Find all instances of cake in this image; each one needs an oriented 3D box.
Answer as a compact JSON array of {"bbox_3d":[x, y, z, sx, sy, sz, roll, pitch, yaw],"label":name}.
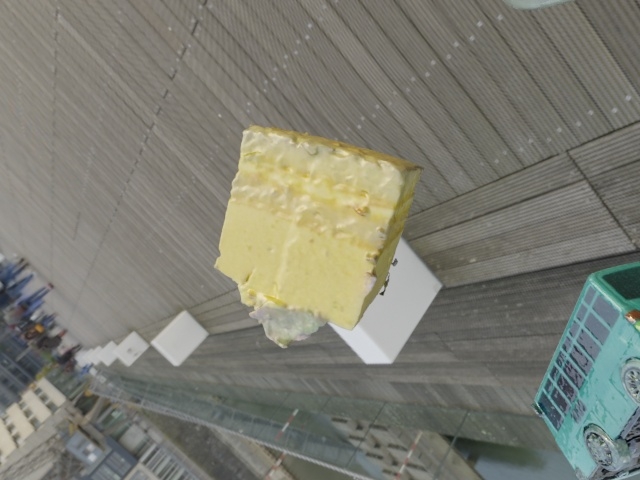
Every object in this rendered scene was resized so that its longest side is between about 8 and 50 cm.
[{"bbox_3d":[0.000,0.000,0.677,0.223,0.227,0.285,19,104,16],"label":"cake"}]

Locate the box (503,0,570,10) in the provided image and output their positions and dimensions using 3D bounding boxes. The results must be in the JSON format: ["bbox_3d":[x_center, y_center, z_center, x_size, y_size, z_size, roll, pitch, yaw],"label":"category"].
[{"bbox_3d":[0.322,-0.394,0.347,0.367,0.372,0.091,6,173,43],"label":"box"}]

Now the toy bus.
[{"bbox_3d":[0.350,0.156,0.533,0.147,0.129,0.255,-111,15,-50],"label":"toy bus"}]
